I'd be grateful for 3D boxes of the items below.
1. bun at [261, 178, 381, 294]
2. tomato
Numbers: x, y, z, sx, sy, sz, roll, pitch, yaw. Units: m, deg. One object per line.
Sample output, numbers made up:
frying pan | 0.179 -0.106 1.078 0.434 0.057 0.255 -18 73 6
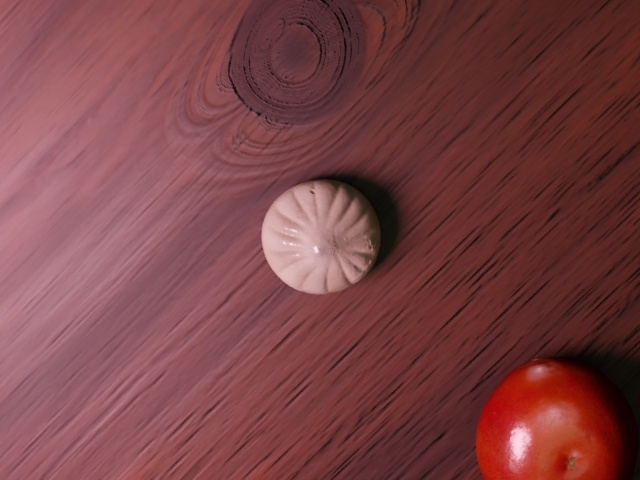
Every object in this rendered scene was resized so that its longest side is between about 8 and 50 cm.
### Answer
bun | 0.000 0.000 1.277 0.138 0.094 0.138 0 101 2
tomato | 0.274 0.235 1.302 0.195 0.136 0.195 0 100 0
